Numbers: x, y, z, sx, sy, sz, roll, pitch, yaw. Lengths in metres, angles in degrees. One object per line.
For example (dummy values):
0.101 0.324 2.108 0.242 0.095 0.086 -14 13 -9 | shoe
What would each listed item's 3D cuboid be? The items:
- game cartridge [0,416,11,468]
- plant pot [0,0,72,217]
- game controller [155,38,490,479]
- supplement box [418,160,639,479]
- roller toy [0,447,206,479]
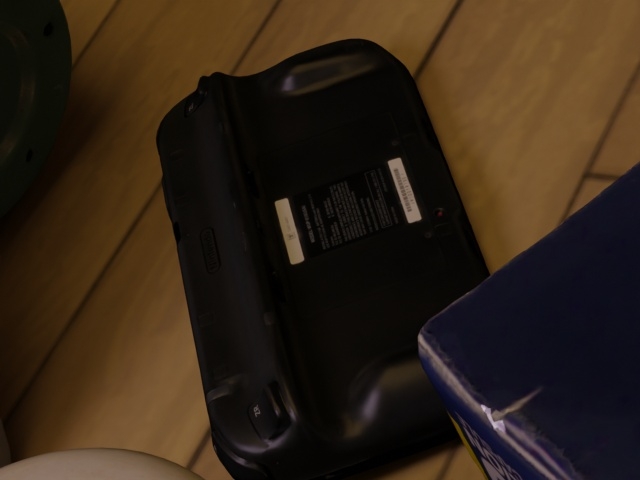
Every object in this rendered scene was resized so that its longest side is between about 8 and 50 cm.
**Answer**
-0.294 0.023 0.893 0.196 0.294 0.060 -5 18 22 | game cartridge
-0.305 -0.119 1.027 0.235 0.293 0.293 21 62 24 | plant pot
0.000 0.000 0.911 0.166 0.067 0.319 -13 45 -2 | game controller
0.206 0.125 0.454 0.195 0.356 0.194 -37 43 -6 | supplement box
-0.095 0.201 0.706 0.209 0.146 0.191 -32 52 -9 | roller toy
